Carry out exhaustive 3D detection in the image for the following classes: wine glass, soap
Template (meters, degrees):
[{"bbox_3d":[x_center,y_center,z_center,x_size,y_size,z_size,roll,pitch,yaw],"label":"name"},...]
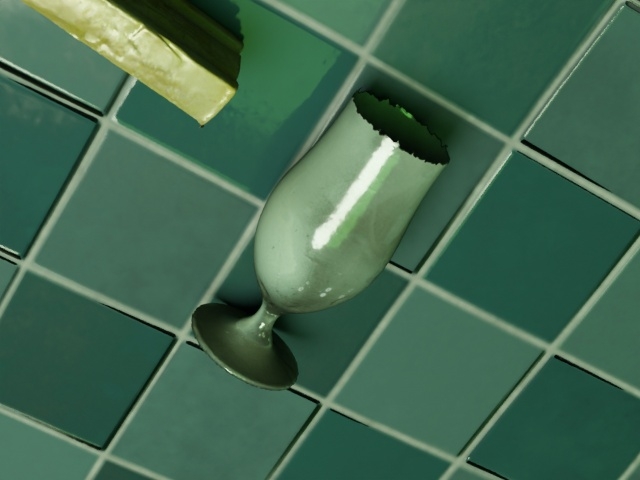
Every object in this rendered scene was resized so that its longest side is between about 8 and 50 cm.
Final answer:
[{"bbox_3d":[0.000,0.000,0.782,0.093,0.093,0.202,30,112,-17],"label":"wine glass"},{"bbox_3d":[-0.158,-0.163,0.687,0.252,0.092,0.037,33,113,-19],"label":"soap"}]
